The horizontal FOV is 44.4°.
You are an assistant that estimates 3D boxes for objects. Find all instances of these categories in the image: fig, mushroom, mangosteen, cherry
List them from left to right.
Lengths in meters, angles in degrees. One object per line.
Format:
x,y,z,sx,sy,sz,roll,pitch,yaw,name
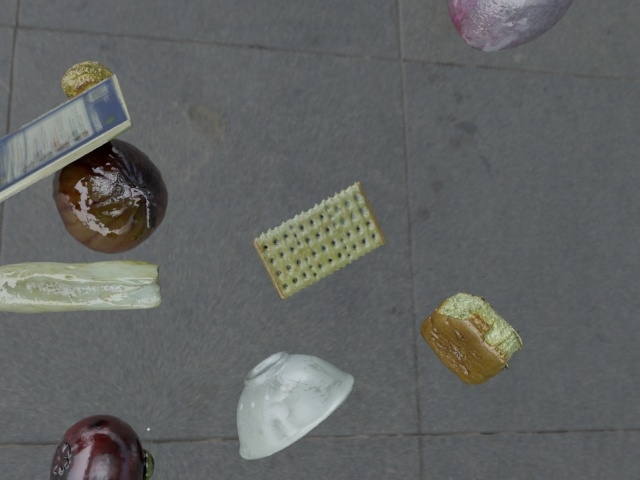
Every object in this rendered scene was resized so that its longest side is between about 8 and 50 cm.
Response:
-0.411,0.073,1.257,0.312,0.081,0.100,-2,33,-6,mushroom
-0.371,0.400,1.366,0.200,0.200,0.200,3,76,-12,mangosteen
-0.410,-0.094,1.560,0.235,0.214,0.235,20,53,-28,fig
0.248,-0.334,1.025,0.176,0.176,0.140,13,36,-9,cherry

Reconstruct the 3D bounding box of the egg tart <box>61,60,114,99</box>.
-0.547,-0.367,1.864,0.130,0.130,0.052,-8,49,-14,egg tart

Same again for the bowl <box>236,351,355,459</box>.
-0.090,0.343,1.788,0.313,0.313,0.146,-34,96,-18,bowl

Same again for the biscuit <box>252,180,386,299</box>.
0.000,0.000,1.452,0.231,0.016,0.139,-28,107,-9,biscuit

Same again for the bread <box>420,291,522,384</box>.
0.229,0.146,1.187,0.069,0.128,0.140,-31,70,-32,bread

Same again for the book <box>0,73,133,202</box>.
-0.514,-0.193,1.499,0.322,0.228,0.018,-30,129,0,book
